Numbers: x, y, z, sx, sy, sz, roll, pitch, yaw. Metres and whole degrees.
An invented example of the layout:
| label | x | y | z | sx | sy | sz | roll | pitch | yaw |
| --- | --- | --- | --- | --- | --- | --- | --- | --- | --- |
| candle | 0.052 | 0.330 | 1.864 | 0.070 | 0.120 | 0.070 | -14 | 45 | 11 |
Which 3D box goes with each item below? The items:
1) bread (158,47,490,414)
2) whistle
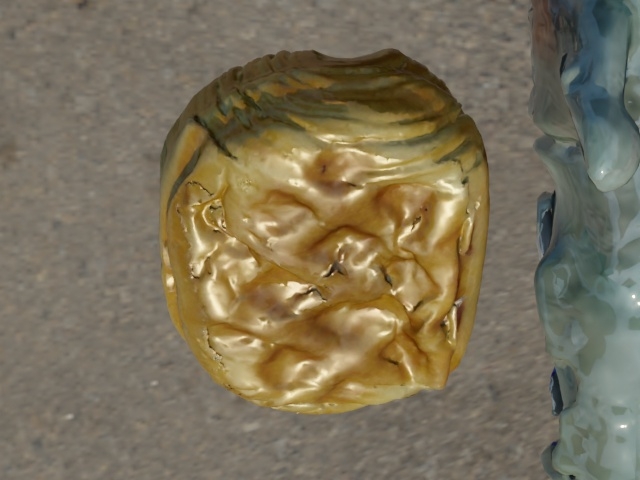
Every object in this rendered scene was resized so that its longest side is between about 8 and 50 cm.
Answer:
| label | x | y | z | sx | sy | sz | roll | pitch | yaw |
| --- | --- | --- | --- | --- | --- | --- | --- | --- | --- |
| bread | 0.000 | 0.000 | 0.408 | 0.083 | 0.044 | 0.110 | -4 | 134 | -3 |
| whistle | 0.079 | -0.094 | 0.437 | 0.134 | 0.142 | 0.346 | -7 | 109 | -5 |
